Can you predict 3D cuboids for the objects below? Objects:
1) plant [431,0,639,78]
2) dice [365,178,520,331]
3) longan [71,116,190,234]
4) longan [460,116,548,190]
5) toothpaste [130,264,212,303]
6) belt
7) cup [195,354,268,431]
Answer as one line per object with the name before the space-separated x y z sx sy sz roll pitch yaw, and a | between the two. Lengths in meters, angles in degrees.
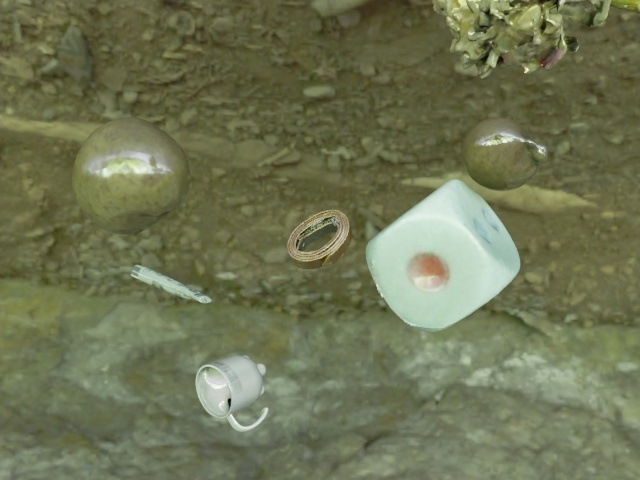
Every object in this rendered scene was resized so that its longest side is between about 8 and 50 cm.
plant | 0.129 -0.150 0.433 0.121 0.117 0.104 -3 133 -11
dice | 0.286 0.035 1.768 0.268 0.265 0.262 -39 178 28
longan | -0.387 -0.127 1.535 0.215 0.246 0.246 -8 173 -40
longan | 0.418 -0.197 1.716 0.204 0.159 0.185 6 151 40
toothpaste | -0.393 0.118 1.985 0.239 0.039 0.062 20 -177 21
belt | 0.000 0.000 0.908 0.083 0.059 0.036 -33 156 -6
cup | -0.199 0.364 1.868 0.173 0.134 0.142 36 -148 31
